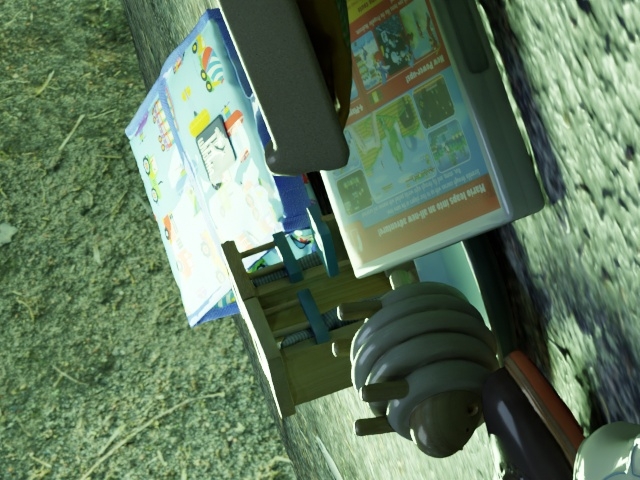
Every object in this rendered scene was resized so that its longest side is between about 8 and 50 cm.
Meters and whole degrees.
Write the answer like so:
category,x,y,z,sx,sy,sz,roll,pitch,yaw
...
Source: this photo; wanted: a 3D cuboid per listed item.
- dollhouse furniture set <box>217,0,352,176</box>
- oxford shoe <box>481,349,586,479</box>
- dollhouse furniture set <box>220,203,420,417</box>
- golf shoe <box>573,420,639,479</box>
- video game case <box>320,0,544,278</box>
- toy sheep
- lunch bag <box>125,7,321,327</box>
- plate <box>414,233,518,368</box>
category,x,y,z,sx,sy,sz,roll,pitch,yaw
dollhouse furniture set,0.006,-0.200,0.921,0.301,0.151,0.197,69,-168,-45
oxford shoe,0.117,0.189,1.075,0.097,0.098,0.271,-125,18,-67
dollhouse furniture set,0.000,0.000,1.369,0.183,0.129,0.129,77,171,-45
golf shoe,0.153,0.091,0.784,0.176,0.069,0.086,-138,50,-70
video game case,0.022,-0.131,1.076,0.204,0.025,0.285,-24,84,66
toy sheep,0.056,0.066,1.102,0.091,0.091,0.132,81,176,-52
lunch bag,-0.070,-0.075,1.860,0.293,0.138,0.221,125,129,-66
plate,0.086,0.023,1.199,0.188,0.024,0.188,161,90,-84
